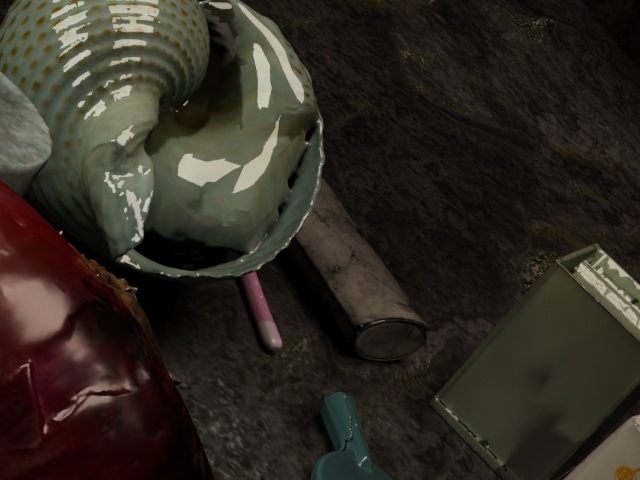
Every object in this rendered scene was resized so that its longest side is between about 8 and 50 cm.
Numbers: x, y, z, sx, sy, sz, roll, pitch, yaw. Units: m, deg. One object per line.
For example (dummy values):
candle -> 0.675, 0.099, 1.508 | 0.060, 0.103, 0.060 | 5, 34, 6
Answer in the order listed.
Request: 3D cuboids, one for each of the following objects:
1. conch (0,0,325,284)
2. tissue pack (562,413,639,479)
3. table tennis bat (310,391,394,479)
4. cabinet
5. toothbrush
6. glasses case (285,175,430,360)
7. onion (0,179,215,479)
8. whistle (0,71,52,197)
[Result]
conch -> -0.161, -0.090, 1.504 | 0.303, 0.215, 0.319 | 20, 61, -27
tissue pack -> 0.267, 0.259, 1.470 | 0.124, 0.225, 0.185 | 49, 24, 24
table tennis bat -> 0.036, 0.210, 1.465 | 0.124, 0.033, 0.201 | 26, 29, -33
cabinet -> 0.249, 0.131, 1.704 | 0.145, 0.206, 0.150 | 45, 24, 15
toothbrush -> -0.081, 0.012, 1.669 | 0.020, 0.025, 0.286 | 25, 28, -35
glasses case -> 0.000, 0.000, 1.761 | 0.114, 0.060, 0.299 | 12, 35, -48
onion -> -0.220, 0.120, 1.005 | 0.347, 0.285, 0.347 | 53, -13, 18
whistle -> -0.350, -0.095, 1.279 | 0.188, 0.168, 0.405 | 19, 25, -41
